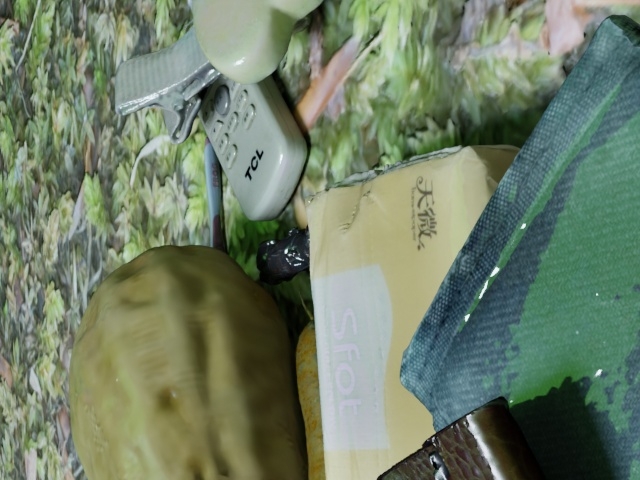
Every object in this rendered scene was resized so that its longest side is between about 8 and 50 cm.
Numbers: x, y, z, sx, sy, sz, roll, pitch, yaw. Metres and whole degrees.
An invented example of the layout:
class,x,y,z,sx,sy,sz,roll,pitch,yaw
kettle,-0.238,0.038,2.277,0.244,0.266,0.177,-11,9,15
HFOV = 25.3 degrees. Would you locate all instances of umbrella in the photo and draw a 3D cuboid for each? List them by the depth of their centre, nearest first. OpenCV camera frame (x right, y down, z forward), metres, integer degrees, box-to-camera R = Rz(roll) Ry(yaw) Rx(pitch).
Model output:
class,x,y,z,sx,sy,sz,roll,pitch,yaw
umbrella,0.000,0.000,1.014,0.144,0.037,0.040,-25,48,55

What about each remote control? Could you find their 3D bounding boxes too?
class,x,y,z,sx,sy,sz,roll,pitch,yaw
remote control,-0.064,-0.104,1.126,0.087,0.029,0.190,-62,42,40

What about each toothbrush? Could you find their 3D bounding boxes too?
class,x,y,z,sx,sy,sz,roll,pitch,yaw
toothbrush,-0.083,0.008,1.178,0.019,0.013,0.193,-17,77,52

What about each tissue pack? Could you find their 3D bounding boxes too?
class,x,y,z,sx,sy,sz,roll,pitch,yaw
tissue pack,0.069,0.063,0.850,0.186,0.090,0.222,-12,81,56

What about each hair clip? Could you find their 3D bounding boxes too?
class,x,y,z,sx,sy,sz,roll,pitch,yaw
hair clip,-0.074,-0.168,1.074,0.218,0.071,0.159,-34,54,34

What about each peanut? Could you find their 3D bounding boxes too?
class,x,y,z,sx,sy,sz,roll,pitch,yaw
peanut,-0.087,0.190,1.042,0.192,0.170,0.387,139,123,-59

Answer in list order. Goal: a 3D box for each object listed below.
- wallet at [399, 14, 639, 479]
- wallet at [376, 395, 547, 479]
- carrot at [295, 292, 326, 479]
class,x,y,z,sx,sy,sz,roll,pitch,yaw
wallet,0.193,0.085,0.618,0.342,0.075,0.237,47,124,36
wallet,0.107,0.201,0.664,0.243,0.039,0.133,62,154,11
carrot,0.016,0.165,0.971,0.078,0.078,0.298,-45,49,51
